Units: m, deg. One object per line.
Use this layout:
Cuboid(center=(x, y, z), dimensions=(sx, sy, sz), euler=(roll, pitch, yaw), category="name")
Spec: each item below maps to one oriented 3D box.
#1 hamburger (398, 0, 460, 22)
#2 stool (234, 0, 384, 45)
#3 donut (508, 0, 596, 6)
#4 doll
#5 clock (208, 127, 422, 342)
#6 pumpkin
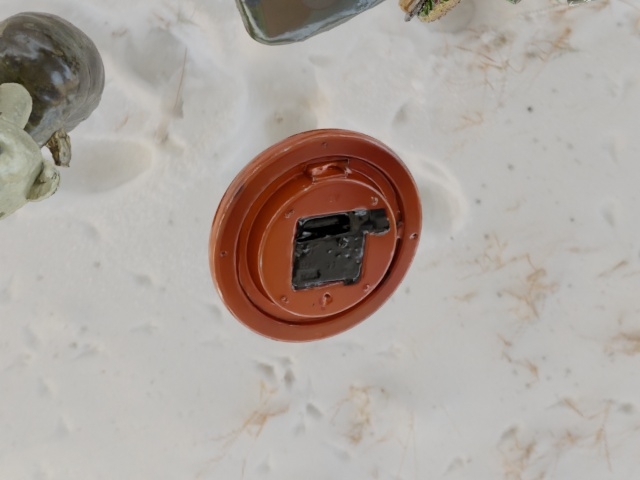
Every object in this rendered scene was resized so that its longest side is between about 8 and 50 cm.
Cuboid(center=(0.195, -0.425, 1.484), dimensions=(0.087, 0.166, 0.137), euler=(22, 70, -14), category="hamburger")
Cuboid(center=(-0.037, -0.507, 1.383), dimensions=(0.310, 0.226, 0.310), euler=(-25, 136, -6), category="stool")
Cuboid(center=(0.102, -0.253, 0.481), dimensions=(0.103, 0.270, 0.270), euler=(-19, 113, 11), category="donut")
Cuboid(center=(-0.438, -0.153, 1.073), dimensions=(0.175, 0.149, 0.278), euler=(-25, 72, -12), category="doll")
Cuboid(center=(0.000, 0.000, 0.796), dimensions=(0.205, 0.051, 0.205), euler=(-11, 119, -21), category="clock")
Cuboid(center=(-0.464, -0.240, 1.477), dimensions=(0.232, 0.325, 0.242), euler=(-29, 110, 39), category="pumpkin")
